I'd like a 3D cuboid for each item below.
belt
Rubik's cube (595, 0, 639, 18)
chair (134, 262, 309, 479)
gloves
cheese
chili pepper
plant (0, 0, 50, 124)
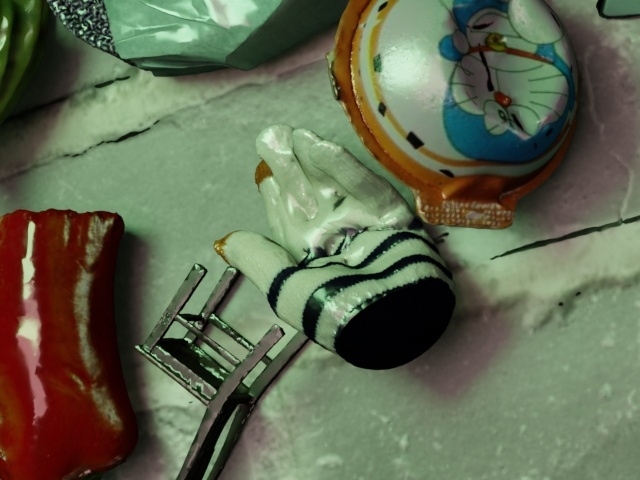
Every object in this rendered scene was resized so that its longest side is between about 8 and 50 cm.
[{"bbox_3d":[-0.085,-0.273,1.530,0.325,0.122,0.260,-29,69,16],"label":"belt"},{"bbox_3d":[0.353,-0.250,1.293,0.234,0.250,0.284,33,93,15],"label":"Rubik's cube"},{"bbox_3d":[-0.110,0.133,1.521,0.101,0.084,0.212,38,100,19],"label":"chair"},{"bbox_3d":[0.013,0.003,1.470,0.140,0.131,0.218,-51,38,13],"label":"gloves"},{"bbox_3d":[0.105,-0.168,1.417,0.129,0.217,0.329,150,123,-63],"label":"cheese"},{"bbox_3d":[-0.222,0.145,1.543,0.134,0.131,0.338,-9,83,32],"label":"chili pepper"},{"bbox_3d":[-0.316,-0.079,1.602,0.251,0.180,0.333,-19,89,17],"label":"plant"}]
